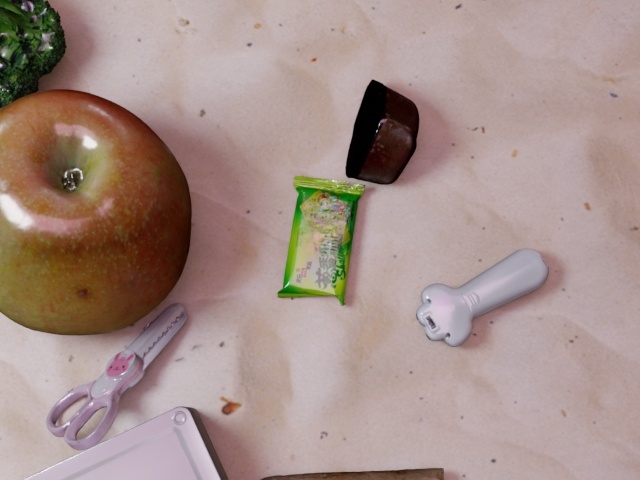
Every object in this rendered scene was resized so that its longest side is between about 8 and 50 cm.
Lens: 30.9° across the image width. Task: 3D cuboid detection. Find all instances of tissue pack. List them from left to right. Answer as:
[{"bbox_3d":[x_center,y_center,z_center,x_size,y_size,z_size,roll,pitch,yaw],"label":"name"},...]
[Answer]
[{"bbox_3d":[-0.248,0.333,1.504,0.246,0.136,0.159,-24,81,-7],"label":"tissue pack"}]

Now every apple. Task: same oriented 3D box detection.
[{"bbox_3d":[-0.322,-0.037,1.499,0.319,0.277,0.319,1,78,-3],"label":"apple"}]

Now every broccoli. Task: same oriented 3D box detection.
[{"bbox_3d":[-0.502,-0.292,1.540,0.298,0.297,0.297,3,49,-3],"label":"broccoli"}]

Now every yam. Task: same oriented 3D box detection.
[{"bbox_3d":[0.038,0.333,1.559,0.264,0.046,0.046,-2,80,-4],"label":"yam"}]

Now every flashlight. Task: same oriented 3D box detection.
[{"bbox_3d":[0.227,0.074,1.614,0.200,0.047,0.093,-28,82,-9],"label":"flashlight"}]

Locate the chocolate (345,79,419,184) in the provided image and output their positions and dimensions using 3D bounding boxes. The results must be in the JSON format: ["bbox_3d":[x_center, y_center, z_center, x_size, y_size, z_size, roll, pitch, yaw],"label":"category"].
[{"bbox_3d":[0.099,-0.153,1.622,0.080,0.125,0.148,18,75,-15],"label":"chocolate"}]

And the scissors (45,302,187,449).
[{"bbox_3d":[-0.266,0.178,1.564,0.242,0.118,0.030,-47,126,-19],"label":"scissors"}]

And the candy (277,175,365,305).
[{"bbox_3d":[0.000,0.000,1.626,0.102,0.032,0.178,9,79,0],"label":"candy"}]
